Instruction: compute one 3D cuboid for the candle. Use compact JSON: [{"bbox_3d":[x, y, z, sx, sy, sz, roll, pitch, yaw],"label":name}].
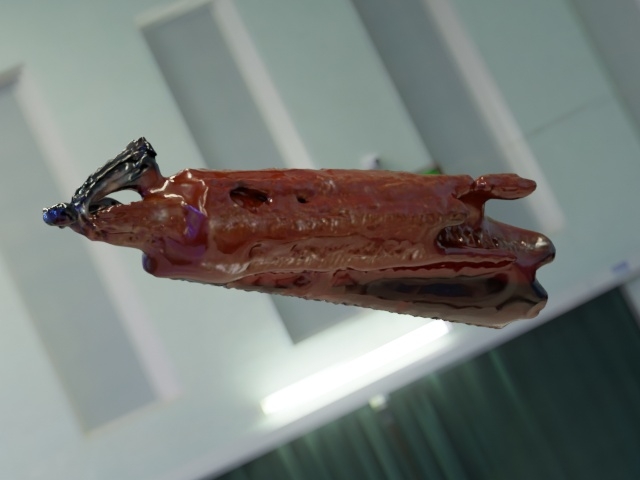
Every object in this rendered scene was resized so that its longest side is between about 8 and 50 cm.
[{"bbox_3d":[0.000,0.000,0.886,0.301,0.084,0.059,3,17,-38],"label":"candle"}]
